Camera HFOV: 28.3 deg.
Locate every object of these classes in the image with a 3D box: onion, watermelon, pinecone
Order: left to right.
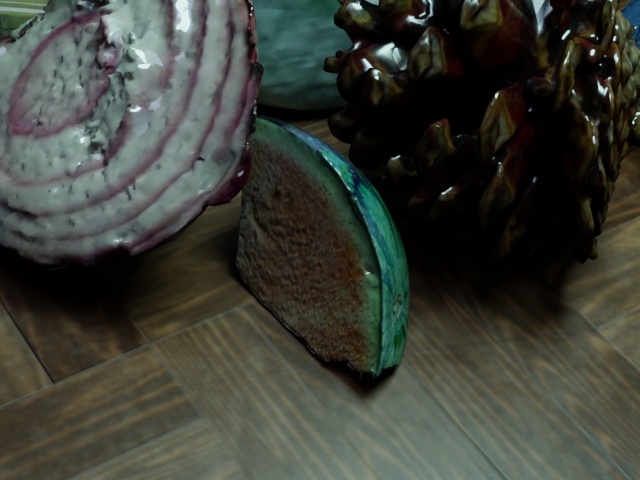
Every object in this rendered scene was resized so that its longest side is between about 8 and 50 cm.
[{"bbox_3d":[-0.161,-0.093,1.059,0.314,0.146,0.280,-34,63,10],"label":"onion"},{"bbox_3d":[0.014,-0.018,1.025,0.128,0.146,0.231,-28,53,-31],"label":"watermelon"},{"bbox_3d":[0.136,-0.127,1.048,0.296,0.298,0.242,33,56,24],"label":"pinecone"}]

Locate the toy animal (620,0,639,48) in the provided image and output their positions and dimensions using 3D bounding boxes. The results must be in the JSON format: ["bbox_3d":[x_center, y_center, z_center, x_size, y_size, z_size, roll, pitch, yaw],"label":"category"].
[{"bbox_3d":[0.299,-0.185,1.234,0.176,0.239,0.255,17,83,-30],"label":"toy animal"}]

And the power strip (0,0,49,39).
[{"bbox_3d":[-0.416,-0.241,1.246,0.388,0.066,0.092,2,42,-6],"label":"power strip"}]

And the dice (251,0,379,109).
[{"bbox_3d":[0.007,-0.347,1.227,0.348,0.328,0.330,-11,48,-19],"label":"dice"}]
